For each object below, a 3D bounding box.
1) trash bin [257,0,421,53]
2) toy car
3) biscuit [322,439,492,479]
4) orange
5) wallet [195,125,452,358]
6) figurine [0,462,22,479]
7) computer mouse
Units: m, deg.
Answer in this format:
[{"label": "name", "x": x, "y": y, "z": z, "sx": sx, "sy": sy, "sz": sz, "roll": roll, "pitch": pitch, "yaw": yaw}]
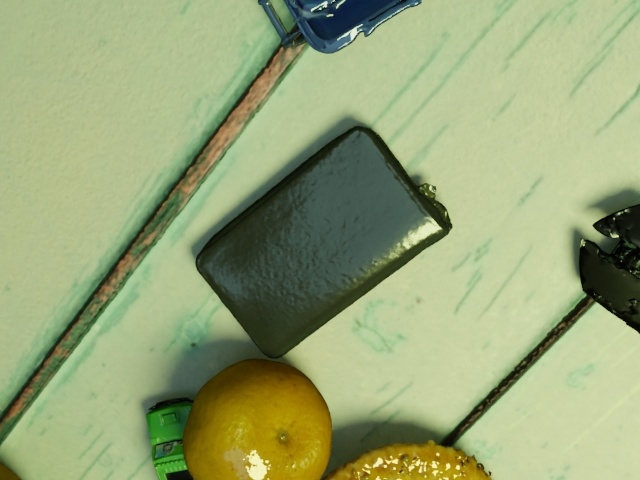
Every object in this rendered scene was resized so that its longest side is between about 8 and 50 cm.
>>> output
[{"label": "trash bin", "x": 0.009, "y": -0.244, "z": 0.600, "sx": 0.184, "sy": 0.234, "sz": 0.163, "roll": -30, "pitch": 100, "yaw": 12}, {"label": "toy car", "x": -0.145, "y": 0.257, "z": 0.838, "sx": 0.071, "sy": 0.062, "sz": 0.165, "roll": -14, "pitch": 103, "yaw": 10}, {"label": "biscuit", "x": 0.086, "y": 0.327, "z": 0.813, "sx": 0.253, "sy": 0.035, "sz": 0.254, "roll": -3, "pitch": 114, "yaw": -7}, {"label": "orange", "x": -0.067, "y": 0.201, "z": 0.776, "sx": 0.159, "sy": 0.159, "sz": 0.136, "roll": 54, "pitch": 147, "yaw": -8}, {"label": "wallet", "x": 0.000, "y": 0.000, "z": 0.767, "sx": 0.250, "sy": 0.044, "sz": 0.149, "roll": -39, "pitch": 93, "yaw": 15}, {"label": "figurine", "x": -0.352, "y": 0.406, "z": 0.798, "sx": 0.400, "sy": 0.268, "sz": 0.387, "roll": -1, "pitch": 118, "yaw": 18}, {"label": "computer mouse", "x": 0.361, "y": 0.050, "z": 0.722, "sx": 0.241, "sy": 0.077, "sz": 0.147, "roll": 28, "pitch": 104, "yaw": -1}]
